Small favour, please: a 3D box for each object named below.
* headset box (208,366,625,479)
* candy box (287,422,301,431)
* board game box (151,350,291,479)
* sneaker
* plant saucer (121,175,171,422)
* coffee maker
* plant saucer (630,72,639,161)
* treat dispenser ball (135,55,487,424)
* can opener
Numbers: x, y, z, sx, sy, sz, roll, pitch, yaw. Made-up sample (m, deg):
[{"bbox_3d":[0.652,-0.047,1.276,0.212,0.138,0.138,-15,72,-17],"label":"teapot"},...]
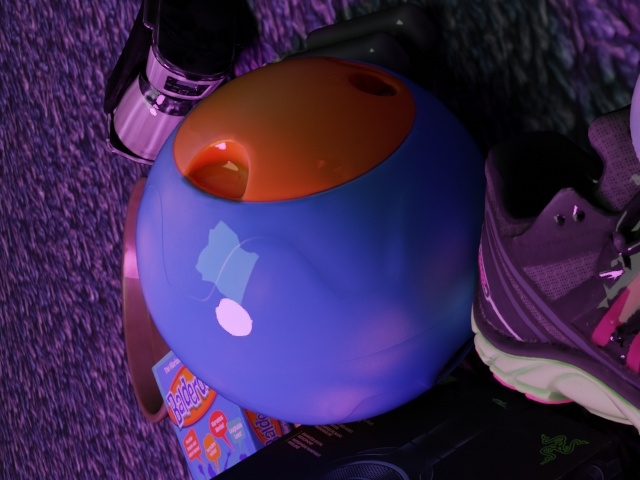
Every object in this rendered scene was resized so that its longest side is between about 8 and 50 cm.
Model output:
[{"bbox_3d":[0.073,0.225,1.183,0.246,0.283,0.131,23,136,56],"label":"headset box"},{"bbox_3d":[-0.025,0.113,1.483,0.183,0.088,0.316,60,146,26],"label":"candy box"},{"bbox_3d":[-0.084,0.190,1.478,0.160,0.047,0.210,-42,66,57],"label":"board game box"},{"bbox_3d":[0.236,0.014,0.910,0.483,0.185,0.202,8,112,57],"label":"sneaker"},{"bbox_3d":[-0.179,0.065,1.723,0.278,0.041,0.277,178,90,-70],"label":"plant saucer"},{"bbox_3d":[-0.158,-0.189,1.567,0.171,0.120,0.178,66,148,21],"label":"coffee maker"},{"bbox_3d":[0.255,-0.104,0.853,0.195,0.037,0.195,-23,45,26],"label":"plant saucer"},{"bbox_3d":[0.000,0.000,1.197,0.288,0.288,0.288,29,125,53],"label":"treat dispenser ball"},{"bbox_3d":[0.015,-0.140,1.365,0.095,0.076,0.283,51,156,-19],"label":"can opener"}]
